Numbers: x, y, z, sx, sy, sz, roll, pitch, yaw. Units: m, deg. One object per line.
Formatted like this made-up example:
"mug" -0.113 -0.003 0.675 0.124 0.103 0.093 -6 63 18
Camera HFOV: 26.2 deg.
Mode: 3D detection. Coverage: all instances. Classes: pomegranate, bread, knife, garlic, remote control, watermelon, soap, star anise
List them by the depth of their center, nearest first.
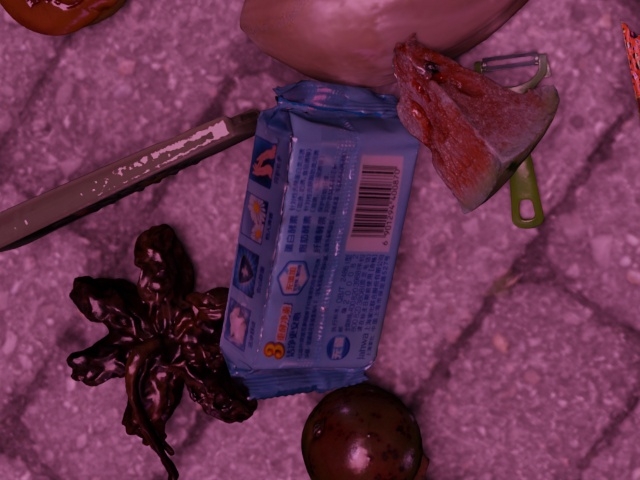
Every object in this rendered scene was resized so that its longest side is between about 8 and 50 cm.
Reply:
"watermelon" 0.123 -0.093 1.217 0.158 0.121 0.098 21 138 -15
"garlic" 0.082 -0.226 1.254 0.318 0.112 0.143 -21 92 4
"soap" 0.000 0.000 1.277 0.156 0.077 0.293 3 106 -34
"knife" 0.183 -0.091 1.288 0.078 0.022 0.166 -5 98 18
"bread" -0.249 -0.261 1.317 0.156 0.086 0.125 25 106 8
"pomegranate" 0.046 0.196 1.319 0.130 0.130 0.130 2 100 12
"remote control" -0.186 -0.059 1.323 0.285 0.123 0.038 -22 94 13
"star anise" -0.152 0.102 1.343 0.190 0.126 0.220 -42 89 4

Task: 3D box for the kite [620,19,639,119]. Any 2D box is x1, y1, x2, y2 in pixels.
"kite" 0.340 -0.095 1.259 0.222 0.008 0.125 31 105 5
